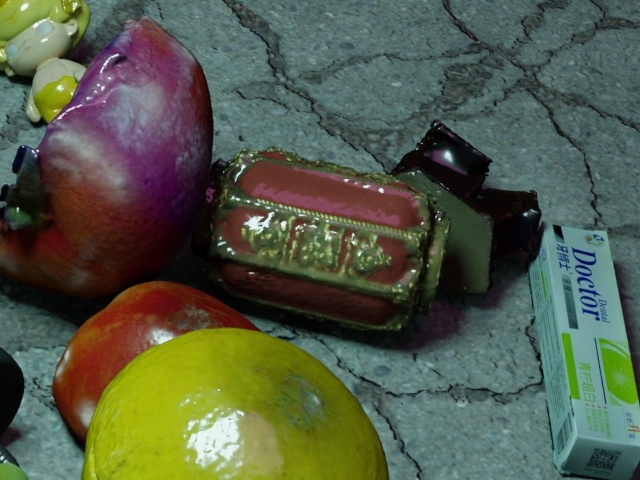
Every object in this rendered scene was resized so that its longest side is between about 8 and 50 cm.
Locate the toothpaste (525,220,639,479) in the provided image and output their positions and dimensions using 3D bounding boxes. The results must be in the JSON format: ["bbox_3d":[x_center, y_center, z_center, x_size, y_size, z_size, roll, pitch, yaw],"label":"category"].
[{"bbox_3d":[0.283,0.113,2.093,0.081,0.067,0.336,10,41,-9],"label":"toothpaste"}]

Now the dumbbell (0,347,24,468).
[{"bbox_3d":[-0.387,0.117,1.838,0.143,0.143,0.325,-25,53,-37],"label":"dumbbell"}]

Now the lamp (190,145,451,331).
[{"bbox_3d":[0.000,0.000,2.064,0.274,0.177,0.177,14,40,-1],"label":"lamp"}]

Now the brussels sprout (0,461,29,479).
[{"bbox_3d":[-0.340,0.274,1.631,0.244,0.244,0.244,8,41,-7],"label":"brussels sprout"}]

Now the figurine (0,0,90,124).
[{"bbox_3d":[-0.326,-0.226,2.276,0.156,0.131,0.246,-29,64,10],"label":"figurine"}]

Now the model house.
[{"bbox_3d":[0.153,-0.037,2.198,0.203,0.141,0.164,42,30,12],"label":"model house"}]

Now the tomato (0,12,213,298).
[{"bbox_3d":[-0.194,-0.075,1.980,0.176,0.335,0.289,32,51,-2],"label":"tomato"}]

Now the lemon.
[{"bbox_3d":[-0.077,0.224,1.705,0.297,0.297,0.297,8,41,-7],"label":"lemon"}]

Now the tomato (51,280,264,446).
[{"bbox_3d":[-0.139,0.120,1.909,0.200,0.139,0.233,35,44,14],"label":"tomato"}]
